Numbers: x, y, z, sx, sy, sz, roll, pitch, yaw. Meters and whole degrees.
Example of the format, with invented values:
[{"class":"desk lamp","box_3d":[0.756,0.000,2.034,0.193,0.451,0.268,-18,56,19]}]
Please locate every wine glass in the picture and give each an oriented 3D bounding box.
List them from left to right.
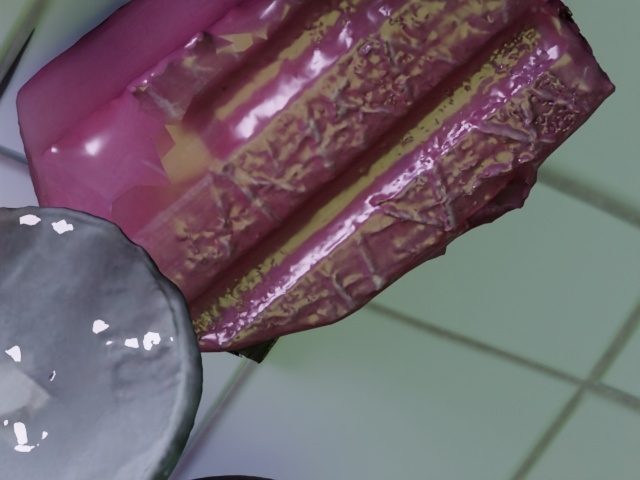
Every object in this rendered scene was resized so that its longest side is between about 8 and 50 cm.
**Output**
[{"class":"wine glass","box_3d":[-0.109,0.173,0.978,0.267,0.267,0.406,-26,147,-4]}]

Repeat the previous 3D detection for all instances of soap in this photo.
[{"class":"soap","box_3d":[-0.011,-0.069,1.020,0.325,0.127,0.220,-39,119,7]}]

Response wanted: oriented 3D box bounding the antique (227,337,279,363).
[{"class":"antique","box_3d":[0.000,0.000,1.144,0.031,0.015,0.192,26,109,-30]}]
